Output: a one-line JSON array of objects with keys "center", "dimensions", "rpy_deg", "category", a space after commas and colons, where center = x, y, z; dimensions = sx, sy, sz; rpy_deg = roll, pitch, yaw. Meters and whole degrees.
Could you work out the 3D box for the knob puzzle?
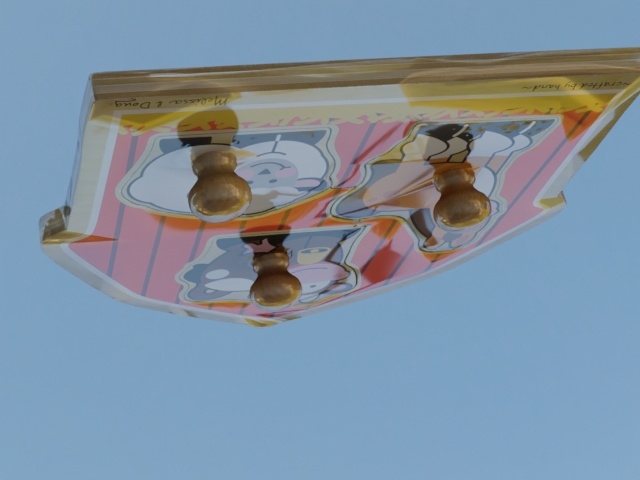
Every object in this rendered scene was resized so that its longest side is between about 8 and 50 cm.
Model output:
[{"center": [0.000, 0.000, 0.429], "dimensions": [0.213, 0.030, 0.213], "rpy_deg": [-10, -22, -4], "category": "knob puzzle"}]
